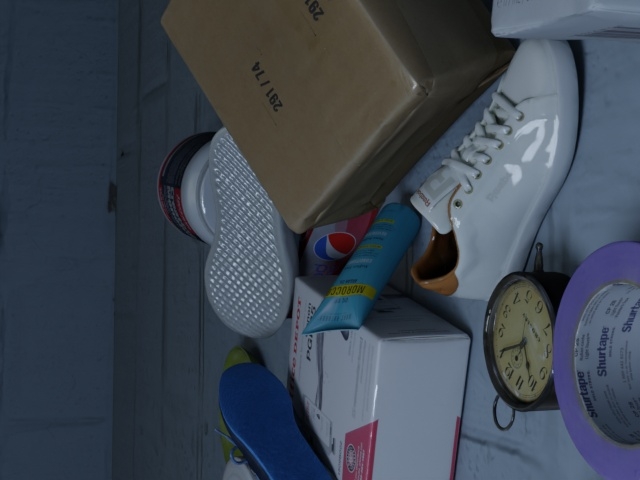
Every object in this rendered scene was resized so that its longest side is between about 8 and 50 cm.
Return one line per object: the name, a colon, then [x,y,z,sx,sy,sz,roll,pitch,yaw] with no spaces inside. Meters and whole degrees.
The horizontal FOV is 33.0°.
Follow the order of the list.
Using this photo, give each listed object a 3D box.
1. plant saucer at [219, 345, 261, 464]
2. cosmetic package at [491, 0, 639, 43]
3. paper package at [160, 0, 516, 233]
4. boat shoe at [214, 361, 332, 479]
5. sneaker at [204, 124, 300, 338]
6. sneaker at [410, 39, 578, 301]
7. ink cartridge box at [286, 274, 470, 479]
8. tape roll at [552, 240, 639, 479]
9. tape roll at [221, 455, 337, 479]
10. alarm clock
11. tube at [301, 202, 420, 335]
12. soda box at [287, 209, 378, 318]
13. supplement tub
plant saucer: [-0.129,0.306,1.904,0.241,0.037,0.241,-179,90,-68]
cosmetic package: [0.242,-0.344,0.784,0.217,0.156,0.385,-151,63,-78]
paper package: [0.009,-0.226,1.211,0.325,0.168,0.309,58,140,13]
boat shoe: [-0.065,0.262,1.333,0.258,0.109,0.089,-119,20,-46]
sneaker: [-0.068,-0.030,1.467,0.150,0.135,0.366,-54,-22,-47]
sneaker: [0.162,-0.066,1.058,0.106,0.123,0.290,-122,40,-58]
ink cartridge box: [0.058,0.173,1.316,0.283,0.117,0.207,-149,62,-66]
tape roll: [0.265,0.095,0.839,0.189,0.080,0.189,-179,90,-70]
tape roll: [-0.026,0.400,1.431,0.246,0.169,0.246,178,90,-71]
alarm clock: [0.202,0.109,1.022,0.129,0.064,0.192,-113,34,-46]
tube: [0.054,0.039,1.263,0.080,0.052,0.207,-14,31,42]
soda box: [0.000,0.000,1.523,0.263,0.083,0.092,113,151,-45]
supplement tub: [-0.150,-0.081,1.767,0.272,0.191,0.191,-164,76,-69]
